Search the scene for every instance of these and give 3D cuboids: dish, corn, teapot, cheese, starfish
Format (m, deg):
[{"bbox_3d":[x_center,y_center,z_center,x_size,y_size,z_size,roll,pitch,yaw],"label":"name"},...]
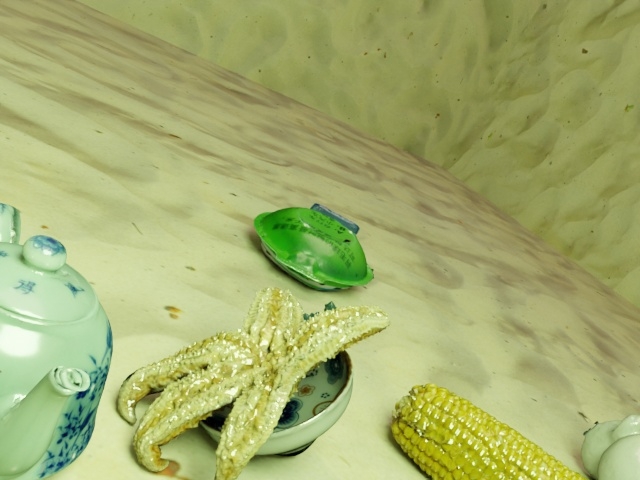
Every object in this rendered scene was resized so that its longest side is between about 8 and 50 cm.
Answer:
[{"bbox_3d":[-0.032,0.153,0.612,0.141,0.078,0.141,-12,24,5],"label":"dish"},{"bbox_3d":[0.195,0.241,0.685,0.293,0.106,0.106,36,17,22],"label":"corn"},{"bbox_3d":[-0.204,0.058,0.455,0.159,0.159,0.232,16,21,-41],"label":"teapot"},{"bbox_3d":[0.000,0.000,1.109,0.204,0.083,0.320,29,18,3],"label":"cheese"},{"bbox_3d":[-0.048,0.096,0.574,0.238,0.071,0.216,-13,29,-14],"label":"starfish"}]

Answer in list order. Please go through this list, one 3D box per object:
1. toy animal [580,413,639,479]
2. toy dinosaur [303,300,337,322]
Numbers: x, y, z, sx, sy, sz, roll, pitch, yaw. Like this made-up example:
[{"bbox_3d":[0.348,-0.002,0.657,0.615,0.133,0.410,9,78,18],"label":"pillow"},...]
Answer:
[{"bbox_3d":[0.382,0.295,0.818,0.104,0.131,0.221,44,18,-3],"label":"toy animal"},{"bbox_3d":[-0.001,0.110,0.835,0.055,0.049,0.154,28,21,3],"label":"toy dinosaur"}]
